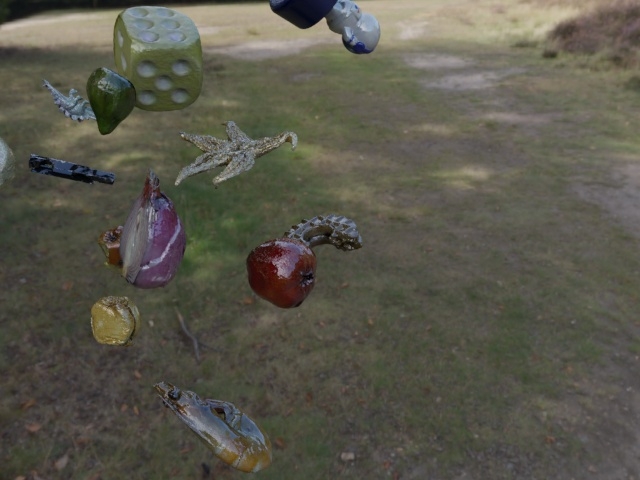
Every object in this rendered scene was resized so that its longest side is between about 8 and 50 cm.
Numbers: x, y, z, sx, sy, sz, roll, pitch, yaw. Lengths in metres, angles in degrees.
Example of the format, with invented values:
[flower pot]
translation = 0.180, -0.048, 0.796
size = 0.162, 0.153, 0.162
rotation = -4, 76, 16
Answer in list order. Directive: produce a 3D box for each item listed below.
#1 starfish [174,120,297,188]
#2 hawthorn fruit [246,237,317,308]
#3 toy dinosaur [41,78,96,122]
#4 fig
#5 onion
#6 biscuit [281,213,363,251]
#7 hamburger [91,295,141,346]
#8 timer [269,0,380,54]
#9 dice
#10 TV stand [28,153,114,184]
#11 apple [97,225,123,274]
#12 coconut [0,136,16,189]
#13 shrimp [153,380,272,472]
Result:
[starfish]
translation = -0.216, -0.202, 1.344
size = 0.299, 0.060, 0.302
rotation = -24, 36, -19
[hawthorn fruit]
translation = -0.164, 0.111, 2.275
size = 0.307, 0.265, 0.265
rotation = 14, 29, 39
[toy dinosaur]
translation = -0.742, -0.407, 1.745
size = 0.209, 0.082, 0.039
rotation = 37, 5, -10
[fig]
translation = -0.533, -0.344, 1.475
size = 0.123, 0.156, 0.123
rotation = 26, 7, -3
[onion]
translation = -0.464, -0.029, 1.714
size = 0.159, 0.348, 0.267
rotation = 7, 28, -36
[biscuit]
translation = -0.012, -0.007, 2.570
size = 0.366, 0.115, 0.268
rotation = -14, 31, -2
[hamburger]
translation = -0.584, 0.232, 1.687
size = 0.138, 0.147, 0.083
rotation = 1, 10, 23
[timer]
translation = 0.051, -0.764, 1.968
size = 0.383, 0.270, 0.270
rotation = 32, 6, -32
[dice]
translation = -0.489, -0.548, 1.783
size = 0.227, 0.233, 0.238
rotation = -10, 53, -24
[TV stand]
translation = -0.774, -0.215, 1.841
size = 0.249, 0.042, 0.036
rotation = 11, 40, -25
[apple]
translation = -0.694, 0.031, 2.061
size = 0.147, 0.158, 0.156
rotation = -12, 54, -19
[coconut]
translation = -0.904, -0.215, 1.480
size = 0.197, 0.237, 0.237
rotation = -12, 16, 35
[shrimp]
translation = -0.208, 0.358, 1.190
size = 0.287, 0.063, 0.152
rotation = 42, 21, -8
